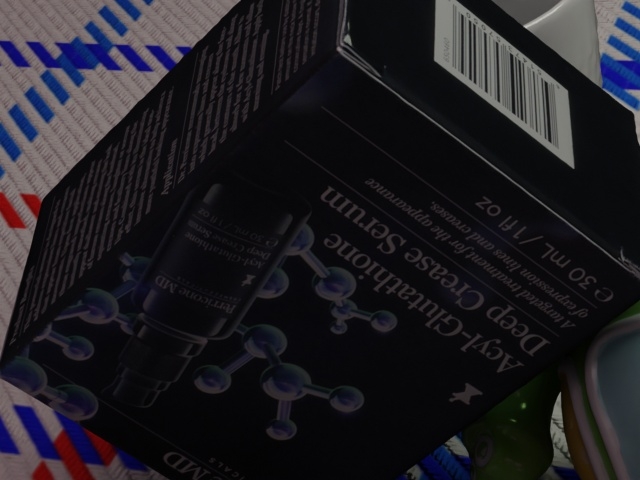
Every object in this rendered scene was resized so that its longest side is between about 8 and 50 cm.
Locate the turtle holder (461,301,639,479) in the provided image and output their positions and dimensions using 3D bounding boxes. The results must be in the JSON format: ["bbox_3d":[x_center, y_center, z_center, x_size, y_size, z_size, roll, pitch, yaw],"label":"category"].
[{"bbox_3d":[0.267,0.118,1.296,0.320,0.243,0.227,10,64,8],"label":"turtle holder"}]

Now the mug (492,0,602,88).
[{"bbox_3d":[0.068,-0.066,1.541,0.374,0.328,0.276,-22,35,-17],"label":"mug"}]

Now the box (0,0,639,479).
[{"bbox_3d":[0.000,0.000,1.320,0.395,0.293,0.212,-41,27,31],"label":"box"}]
